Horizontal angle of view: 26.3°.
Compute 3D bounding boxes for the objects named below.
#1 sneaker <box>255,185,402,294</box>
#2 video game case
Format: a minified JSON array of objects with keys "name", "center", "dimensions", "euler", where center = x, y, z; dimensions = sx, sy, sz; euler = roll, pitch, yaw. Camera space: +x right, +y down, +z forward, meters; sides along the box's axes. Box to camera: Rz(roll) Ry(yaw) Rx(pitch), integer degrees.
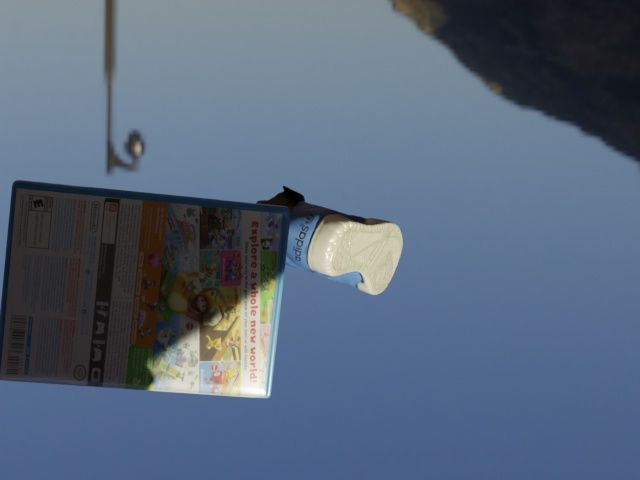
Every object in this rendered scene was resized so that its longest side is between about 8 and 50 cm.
[{"name":"sneaker","center":[0.000,-0.001,0.993],"dimensions":[0.084,0.058,0.152],"euler":[21,-176,23]},{"name":"video game case","center":[-0.106,0.031,0.824],"dimensions":[0.166,0.119,0.015],"euler":[5,-176,-12]}]
